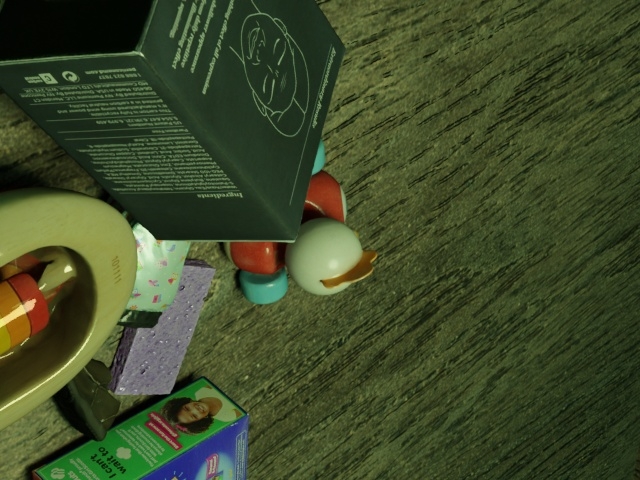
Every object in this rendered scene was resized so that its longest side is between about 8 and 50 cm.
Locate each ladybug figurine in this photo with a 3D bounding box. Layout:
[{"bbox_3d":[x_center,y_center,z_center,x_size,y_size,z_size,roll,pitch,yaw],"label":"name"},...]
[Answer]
[{"bbox_3d":[-0.422,0.086,1.530,0.449,0.162,0.305,-31,135,-36],"label":"ladybug figurine"}]

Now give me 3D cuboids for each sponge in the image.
[{"bbox_3d":[-0.233,0.126,1.896,0.117,0.031,0.210,6,109,-51],"label":"sponge"}]

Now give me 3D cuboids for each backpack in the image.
[{"bbox_3d":[-0.248,0.024,1.740,0.152,0.115,0.182,8,104,-49],"label":"backpack"}]

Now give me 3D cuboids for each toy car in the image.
[{"bbox_3d":[0.000,0.000,1.917,0.210,0.238,0.219,-35,137,-31],"label":"toy car"}]

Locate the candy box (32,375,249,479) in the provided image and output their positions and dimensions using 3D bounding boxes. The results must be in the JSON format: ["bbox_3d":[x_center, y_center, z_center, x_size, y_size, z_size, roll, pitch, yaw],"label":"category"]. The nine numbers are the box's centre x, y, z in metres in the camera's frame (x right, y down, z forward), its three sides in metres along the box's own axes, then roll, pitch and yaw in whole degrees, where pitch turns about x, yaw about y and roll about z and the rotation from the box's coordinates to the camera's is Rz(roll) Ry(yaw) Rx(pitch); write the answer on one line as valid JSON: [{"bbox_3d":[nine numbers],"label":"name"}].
[{"bbox_3d":[-0.263,0.395,1.953,0.317,0.122,0.268,-29,138,-37],"label":"candy box"}]

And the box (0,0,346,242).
[{"bbox_3d":[-0.162,-0.216,1.519,0.395,0.212,0.293,51,46,-51],"label":"box"}]

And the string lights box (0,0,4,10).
[{"bbox_3d":[-0.436,-0.172,1.415,0.133,0.077,0.260,29,90,-55],"label":"string lights box"}]

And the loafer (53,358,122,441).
[{"bbox_3d":[-0.334,0.187,1.787,0.078,0.080,0.220,-53,149,-28],"label":"loafer"}]
